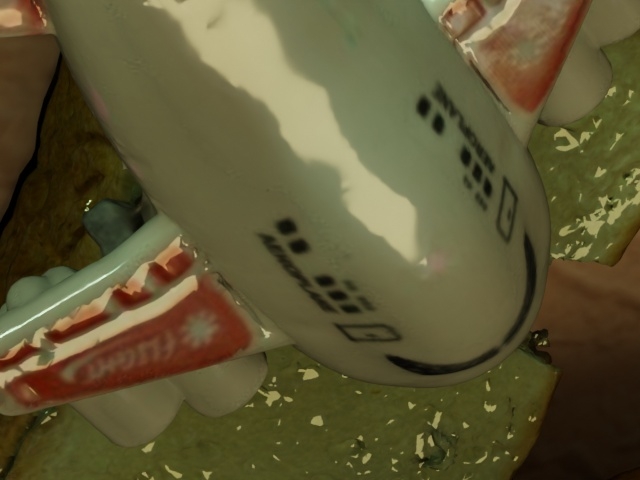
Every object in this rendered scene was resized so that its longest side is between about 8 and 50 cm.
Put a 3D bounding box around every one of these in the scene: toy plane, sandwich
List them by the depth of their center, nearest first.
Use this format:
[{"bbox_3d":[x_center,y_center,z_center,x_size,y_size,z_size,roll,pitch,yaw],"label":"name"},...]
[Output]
[{"bbox_3d":[-0.008,-0.039,0.514,0.252,0.118,0.252,-14,126,-20],"label":"toy plane"},{"bbox_3d":[0.001,0.001,0.672,0.249,0.095,0.273,11,113,-31],"label":"sandwich"}]

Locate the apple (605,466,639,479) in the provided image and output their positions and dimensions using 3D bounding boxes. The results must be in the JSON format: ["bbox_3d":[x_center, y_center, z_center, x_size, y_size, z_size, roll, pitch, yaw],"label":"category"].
[{"bbox_3d":[0.207,0.273,0.734,0.334,0.400,0.400,-30,128,-3],"label":"apple"}]
